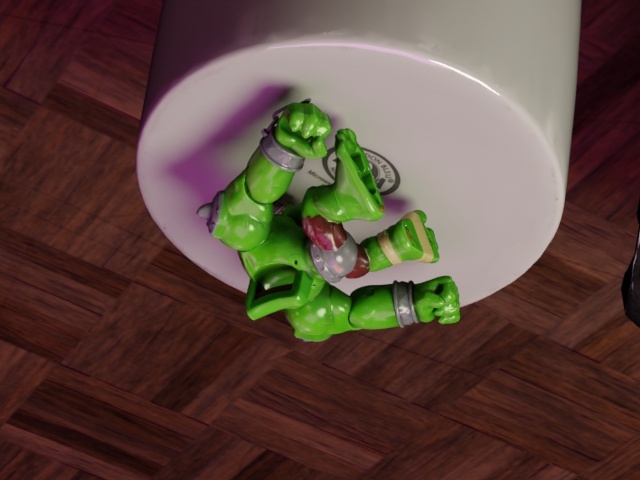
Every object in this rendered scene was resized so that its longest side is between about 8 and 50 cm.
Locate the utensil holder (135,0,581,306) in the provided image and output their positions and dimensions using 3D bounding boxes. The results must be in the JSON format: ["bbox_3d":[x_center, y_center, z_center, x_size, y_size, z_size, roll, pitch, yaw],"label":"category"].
[{"bbox_3d":[0.042,-0.181,1.417,0.327,0.385,0.328,5,141,4],"label":"utensil holder"}]

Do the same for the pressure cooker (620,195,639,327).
[{"bbox_3d":[0.467,-0.062,1.468,0.420,0.370,0.375,10,155,9],"label":"pressure cooker"}]

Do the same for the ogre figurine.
[{"bbox_3d":[0.000,0.000,1.268,0.118,0.097,0.197,-25,143,20],"label":"ogre figurine"}]
